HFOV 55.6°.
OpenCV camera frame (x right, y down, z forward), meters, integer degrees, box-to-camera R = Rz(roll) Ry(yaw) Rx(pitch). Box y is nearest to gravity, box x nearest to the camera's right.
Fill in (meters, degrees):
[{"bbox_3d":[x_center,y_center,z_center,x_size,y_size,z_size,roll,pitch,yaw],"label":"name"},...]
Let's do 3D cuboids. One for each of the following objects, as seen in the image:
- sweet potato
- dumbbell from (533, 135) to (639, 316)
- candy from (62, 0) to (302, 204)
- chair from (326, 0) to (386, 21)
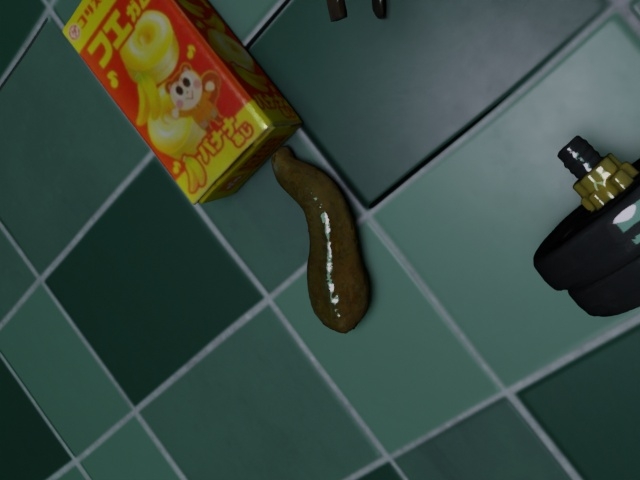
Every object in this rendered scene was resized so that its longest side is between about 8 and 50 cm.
[{"bbox_3d":[0.005,-0.003,0.698,0.081,0.062,0.233,-16,92,28],"label":"sweet potato"},{"bbox_3d":[0.338,0.061,0.494,0.388,0.185,0.185,49,117,7],"label":"dumbbell"},{"bbox_3d":[-0.163,-0.193,0.711,0.146,0.088,0.276,-42,84,28],"label":"candy"},{"bbox_3d":[0.051,-0.366,0.508,0.160,0.186,0.319,-8,106,27],"label":"chair"}]
